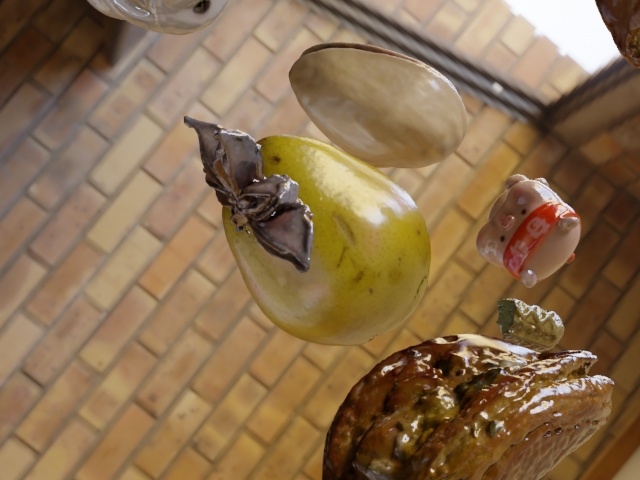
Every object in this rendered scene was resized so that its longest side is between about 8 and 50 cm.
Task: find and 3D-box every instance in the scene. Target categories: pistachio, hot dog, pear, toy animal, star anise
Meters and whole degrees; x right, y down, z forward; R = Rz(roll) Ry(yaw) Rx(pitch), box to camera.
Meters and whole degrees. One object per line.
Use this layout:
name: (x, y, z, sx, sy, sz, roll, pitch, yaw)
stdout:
pistachio: (0.097, -0.234, 2.224, 0.214, 0.318, 0.193, -60, -175, 33)
hot dog: (0.176, 0.216, 1.521, 0.387, 0.174, 0.267, -29, -157, -35)
pear: (0.004, -0.002, 1.907, 0.285, 0.336, 0.285, -37, 179, -1)
toy animal: (0.343, -0.014, 2.131, 0.171, 0.171, 0.197, -50, -169, 10)
toy animal: (-0.273, -0.446, 1.851, 0.194, 0.357, 0.258, 6, -144, 48)
star anise: (-0.075, -0.061, 1.373, 0.063, 0.171, 0.208, -35, -155, -13)

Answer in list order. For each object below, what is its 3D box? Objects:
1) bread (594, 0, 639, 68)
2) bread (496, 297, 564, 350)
bread: (0.530, -0.367, 1.806, 0.172, 0.312, 0.312, -12, 152, -49)
bread: (0.290, 0.120, 1.809, 0.066, 0.110, 0.060, -51, -142, 27)
